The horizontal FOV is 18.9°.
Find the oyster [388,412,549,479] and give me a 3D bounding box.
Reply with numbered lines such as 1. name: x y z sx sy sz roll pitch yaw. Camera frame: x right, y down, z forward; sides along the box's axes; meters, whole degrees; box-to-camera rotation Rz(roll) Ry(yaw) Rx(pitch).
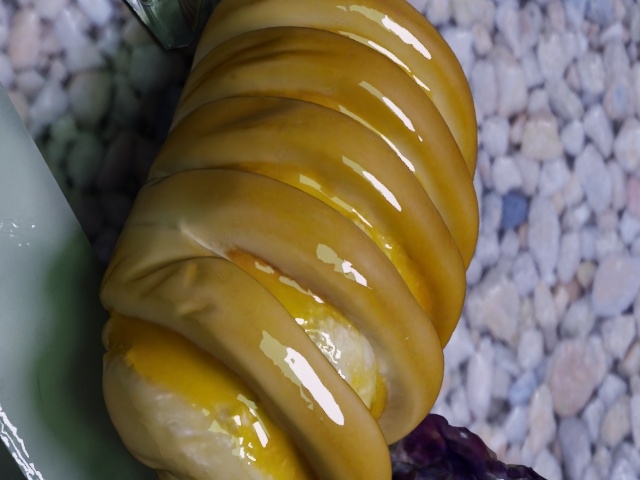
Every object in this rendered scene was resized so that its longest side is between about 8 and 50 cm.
1. oyster: 0.105 0.218 1.042 0.271 0.100 0.275 -15 104 -26

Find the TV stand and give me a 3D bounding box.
1. TV stand: -0.138 0.048 0.839 0.088 0.083 0.269 -43 115 -37

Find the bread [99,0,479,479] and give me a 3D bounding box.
1. bread: 0.000 0.000 0.886 0.173 0.121 0.311 55 32 -33

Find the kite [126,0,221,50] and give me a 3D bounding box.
1. kite: -0.038 -0.202 0.983 0.229 0.016 0.127 -44 120 -33
